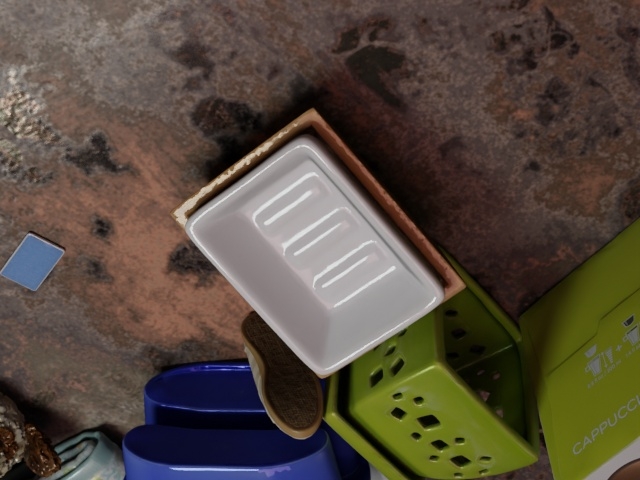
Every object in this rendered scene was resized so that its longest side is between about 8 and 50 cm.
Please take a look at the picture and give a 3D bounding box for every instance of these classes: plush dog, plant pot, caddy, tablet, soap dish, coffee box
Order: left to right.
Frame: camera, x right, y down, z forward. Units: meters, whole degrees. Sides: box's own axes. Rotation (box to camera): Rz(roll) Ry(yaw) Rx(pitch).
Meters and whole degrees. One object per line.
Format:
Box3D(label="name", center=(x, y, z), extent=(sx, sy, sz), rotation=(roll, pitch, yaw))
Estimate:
Box3D(label="plush dog", center=(-0.492, 0.312, 1.869), extent=(0.262, 0.210, 0.225), rotation=(33, 83, -20))
Box3D(label="tablet", center=(-0.373, 0.028, 1.758), extent=(0.054, 0.006, 0.083), rotation=(29, 123, -21))
Box3D(label="caddy", center=(-0.105, 0.297, 1.817), extent=(0.341, 0.241, 0.179), rotation=(0, 121, 11))
Box3D(label="soap dish", center=(0.000, 0.000, 1.644), extent=(0.229, 0.118, 0.291), rotation=(-35, 107, 23))
Box3D(label="plant pot", center=(0.133, 0.181, 1.756), extent=(0.207, 0.227, 0.228), rotation=(-29, 123, 26))
Box3D(label="coffee box", center=(0.495, 0.183, 1.684), extent=(0.334, 0.338, 0.337), rotation=(34, 119, -23))

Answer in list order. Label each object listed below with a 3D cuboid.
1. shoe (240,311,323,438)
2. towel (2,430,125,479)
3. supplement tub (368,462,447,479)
Box3D(label="shoe", center=(-0.046, 0.180, 1.756), extent=(0.076, 0.219, 0.058), rotation=(-18, 133, -8))
Box3D(label="towel", center=(-0.373, 0.462, 2.043), extent=(0.374, 0.090, 0.320), rotation=(-28, 124, 20))
Box3D(label="supplement tub", center=(0.096, 0.382, 1.952), extent=(0.144, 0.144, 0.199), rotation=(24, 123, -18))
